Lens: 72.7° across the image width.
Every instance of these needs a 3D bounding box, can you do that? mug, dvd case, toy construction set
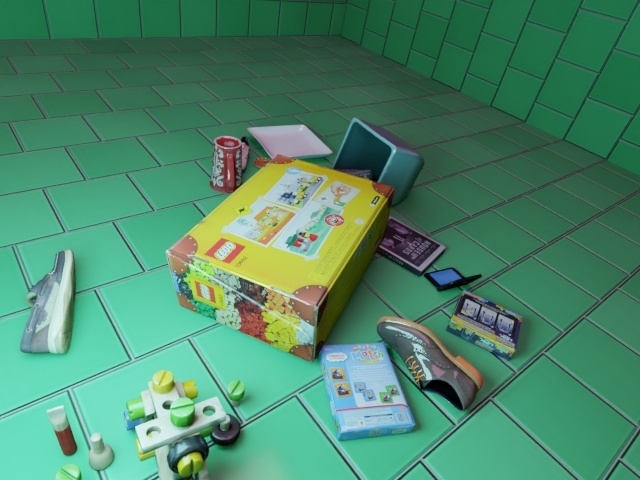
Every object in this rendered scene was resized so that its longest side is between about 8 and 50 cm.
[{"bbox_3d":[-0.305,-0.250,1.471,0.150,0.169,0.113,37,43,29],"label":"mug"},{"bbox_3d":[0.260,0.009,1.404,0.239,0.029,0.179,31,42,25],"label":"dvd case"},{"bbox_3d":[-0.282,0.302,0.708,0.309,0.237,0.257,4,38,-10],"label":"toy construction set"}]

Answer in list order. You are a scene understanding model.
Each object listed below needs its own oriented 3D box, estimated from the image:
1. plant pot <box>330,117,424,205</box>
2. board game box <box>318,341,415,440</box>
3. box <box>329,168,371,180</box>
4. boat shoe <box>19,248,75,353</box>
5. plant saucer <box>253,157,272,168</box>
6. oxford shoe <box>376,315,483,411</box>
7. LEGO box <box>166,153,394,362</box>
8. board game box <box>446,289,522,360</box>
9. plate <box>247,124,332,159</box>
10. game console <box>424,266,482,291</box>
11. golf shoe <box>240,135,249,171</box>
[{"bbox_3d":[0.230,-0.272,1.599,0.253,0.247,0.247,-1,37,-40],"label":"plant pot"},{"bbox_3d":[0.093,0.319,0.949,0.160,0.039,0.211,1,39,-14],"label":"board game box"},{"bbox_3d":[0.026,-0.198,1.452,0.233,0.059,0.184,-18,19,-39],"label":"box"},{"bbox_3d":[-0.600,0.127,0.964,0.093,0.102,0.285,-1,45,-24],"label":"boat shoe"},{"bbox_3d":[-0.216,-0.297,1.684,0.084,0.013,0.083,8,37,-6],"label":"plant saucer"},{"bbox_3d":[0.234,0.274,0.992,0.272,0.096,0.098,33,47,18],"label":"oxford shoe"},{"bbox_3d":[-0.072,0.006,1.125,0.373,0.193,0.500,19,43,18],"label":"LEGO box"},{"bbox_3d":[0.439,0.222,1.162,0.171,0.048,0.141,26,41,17],"label":"board game box"},{"bbox_3d":[-0.132,-0.403,1.818,0.278,0.045,0.278,-11,42,-29],"label":"plate"},{"bbox_3d":[0.391,0.103,1.286,0.122,0.107,0.071,-10,71,-26],"label":"game console"},{"bbox_3d":[-0.307,-0.326,1.639,0.068,0.085,0.186,8,39,-7],"label":"golf shoe"}]
